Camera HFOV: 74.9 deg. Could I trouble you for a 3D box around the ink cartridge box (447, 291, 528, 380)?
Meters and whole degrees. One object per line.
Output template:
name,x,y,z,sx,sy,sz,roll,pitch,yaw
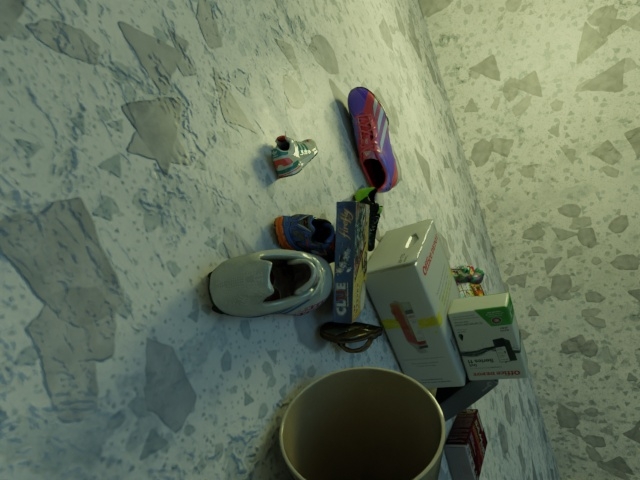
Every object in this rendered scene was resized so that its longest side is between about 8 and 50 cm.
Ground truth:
ink cartridge box,0.442,0.255,1.098,0.087,0.152,0.209,-39,111,-57

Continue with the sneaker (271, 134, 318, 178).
sneaker,-0.056,-0.198,0.893,0.076,0.057,0.161,65,34,-26

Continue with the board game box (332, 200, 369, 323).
board game box,0.069,0.040,0.903,0.165,0.042,0.244,-8,100,-74

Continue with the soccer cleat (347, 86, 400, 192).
soccer cleat,0.149,-0.294,1.233,0.116,0.108,0.319,-37,111,-53

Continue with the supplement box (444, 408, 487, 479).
supplement box,0.481,0.671,1.369,0.239,0.073,0.131,-17,91,-60

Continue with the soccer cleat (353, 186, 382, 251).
soccer cleat,0.133,-0.060,1.127,0.060,0.072,0.179,18,61,-54

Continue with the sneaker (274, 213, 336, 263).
sneaker,0.000,0.000,0.866,0.221,0.087,0.084,20,61,-56

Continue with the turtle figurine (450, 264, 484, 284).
turtle figurine,0.426,0.105,1.386,0.234,0.175,0.118,10,109,-37

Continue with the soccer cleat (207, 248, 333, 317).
soccer cleat,-0.038,0.073,0.718,0.331,0.143,0.116,0,77,-59

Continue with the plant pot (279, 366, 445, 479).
plant pot,0.078,0.406,0.701,0.256,0.256,0.274,-44,132,-56

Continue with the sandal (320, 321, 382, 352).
sandal,0.073,0.214,0.918,0.219,0.089,0.060,17,84,-63

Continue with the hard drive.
hard drive,0.434,0.427,1.261,0.054,0.255,0.172,35,36,3

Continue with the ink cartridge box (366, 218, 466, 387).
ink cartridge box,0.286,0.173,1.186,0.385,0.160,0.279,66,32,-17

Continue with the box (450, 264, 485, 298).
box,0.493,0.198,1.509,0.293,0.057,0.201,-1,67,-41
